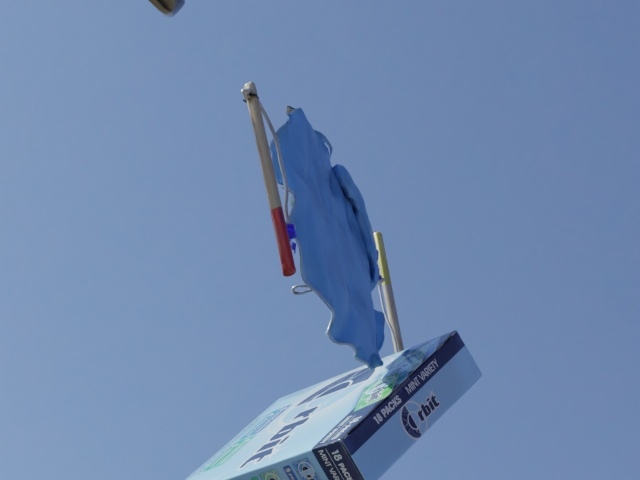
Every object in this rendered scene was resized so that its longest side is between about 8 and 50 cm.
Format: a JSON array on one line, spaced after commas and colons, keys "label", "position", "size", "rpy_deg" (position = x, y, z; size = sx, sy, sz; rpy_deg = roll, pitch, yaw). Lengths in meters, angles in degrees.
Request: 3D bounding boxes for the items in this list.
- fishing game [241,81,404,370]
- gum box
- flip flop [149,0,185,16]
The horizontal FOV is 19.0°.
[{"label": "fishing game", "position": [0.000, 0.000, 1.298], "size": [0.041, 0.189, 0.264], "rpy_deg": [-18, -24, 14]}, {"label": "gum box", "position": [0.000, 0.137, 1.317], "size": [0.184, 0.157, 0.041], "rpy_deg": [-26, -82, 41]}, {"label": "flip flop", "position": [-0.225, -0.222, 1.350], "size": [0.277, 0.080, 0.112], "rpy_deg": [24, 10, -11]}]
